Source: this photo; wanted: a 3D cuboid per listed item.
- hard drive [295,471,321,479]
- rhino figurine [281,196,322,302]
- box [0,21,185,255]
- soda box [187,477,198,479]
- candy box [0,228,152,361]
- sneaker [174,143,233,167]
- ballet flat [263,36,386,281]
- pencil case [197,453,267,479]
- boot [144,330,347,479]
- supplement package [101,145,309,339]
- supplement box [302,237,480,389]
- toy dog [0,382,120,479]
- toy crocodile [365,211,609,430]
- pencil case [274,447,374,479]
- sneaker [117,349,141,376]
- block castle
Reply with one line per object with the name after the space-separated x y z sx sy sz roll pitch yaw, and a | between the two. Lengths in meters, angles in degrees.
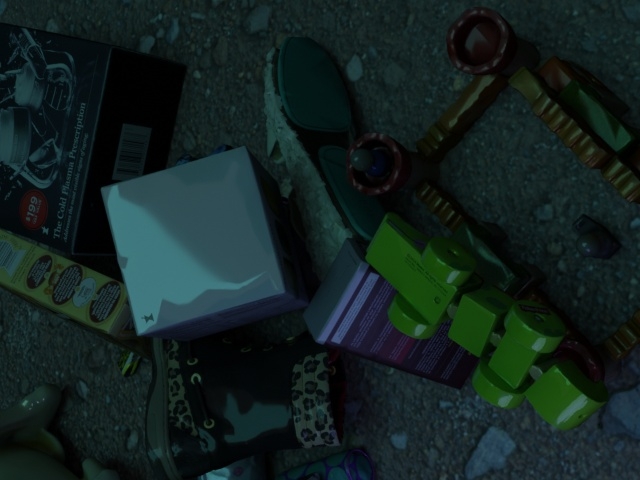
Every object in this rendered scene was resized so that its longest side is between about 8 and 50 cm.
0.001 0.511 1.403 0.064 0.237 0.339 -30 85 29 | hard drive
0.000 0.000 1.551 0.106 0.073 0.243 -28 72 25 | rhino figurine
-0.434 -0.173 1.773 0.313 0.179 0.343 16 97 33 | box
-0.209 0.477 1.679 0.058 0.063 0.183 11 95 32 | soda box
-0.405 0.092 1.721 0.316 0.183 0.087 21 76 27 | candy box
-0.208 -0.117 1.695 0.162 0.063 0.073 -31 69 28 | sneaker
-0.017 -0.114 1.495 0.147 0.147 0.408 -35 54 27 | ballet flat
-0.132 0.430 1.596 0.114 0.124 0.273 -11 84 32 | pencil case
-0.110 0.176 1.567 0.284 0.138 0.377 -10 47 11 | boot
-0.145 0.015 1.412 0.198 0.262 0.199 -16 82 4 | supplement package
0.113 0.100 1.379 0.130 0.239 0.073 -60 26 17 | supplement box
-0.490 0.510 1.736 0.408 0.285 0.395 43 111 24 | toy dog
0.186 0.088 1.212 0.340 0.105 0.115 40 122 28 | toy crocodile
0.004 0.359 1.543 0.152 0.064 0.070 -27 51 30 | pencil case
-0.325 0.194 1.780 0.035 0.031 0.083 40 108 29 | sneaker
0.268 -0.048 1.296 0.303 0.213 0.453 -50 64 22 | block castle
